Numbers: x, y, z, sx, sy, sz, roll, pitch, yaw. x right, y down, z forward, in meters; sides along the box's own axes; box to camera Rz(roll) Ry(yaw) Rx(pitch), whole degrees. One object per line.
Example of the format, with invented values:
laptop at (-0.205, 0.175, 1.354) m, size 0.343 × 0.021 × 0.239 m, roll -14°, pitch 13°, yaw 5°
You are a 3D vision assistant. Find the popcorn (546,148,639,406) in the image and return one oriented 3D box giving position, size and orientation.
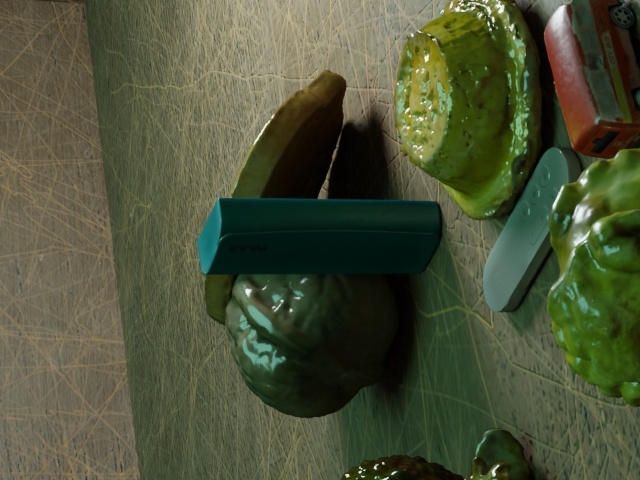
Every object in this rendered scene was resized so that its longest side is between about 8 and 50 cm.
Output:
popcorn at (0.301, 0.033, 1.304) m, size 0.203 × 0.226 × 0.200 m, roll 3°, pitch 133°, yaw 35°

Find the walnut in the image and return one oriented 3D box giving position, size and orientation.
walnut at (-0.009, 0.121, 2.052) m, size 0.248 × 0.248 × 0.248 m, roll -179°, pitch 90°, yaw -70°

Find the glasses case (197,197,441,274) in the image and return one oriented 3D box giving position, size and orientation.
glasses case at (0.001, 0.000, 1.916) m, size 0.117 × 0.301 × 0.070 m, roll 120°, pitch 146°, yaw -55°

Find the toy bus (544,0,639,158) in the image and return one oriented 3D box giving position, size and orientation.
toy bus at (0.276, -0.167, 1.479) m, size 0.079 × 0.077 × 0.174 m, roll 124°, pitch 142°, yaw -57°

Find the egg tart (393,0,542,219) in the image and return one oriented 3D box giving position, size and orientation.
egg tart at (0.167, -0.161, 1.742) m, size 0.288 × 0.118 × 0.288 m, roll 178°, pitch 90°, yaw -68°

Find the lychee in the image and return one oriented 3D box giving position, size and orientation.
lychee at (0.099, 0.370, 1.698) m, size 0.270 × 0.320 × 0.270 m, roll -12°, pitch -90°, yaw -77°

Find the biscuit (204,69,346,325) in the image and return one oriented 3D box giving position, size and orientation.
biscuit at (-0.072, -0.063, 2.170) m, size 0.365 × 0.062 × 0.385 m, roll -51°, pitch -16°, yaw -48°

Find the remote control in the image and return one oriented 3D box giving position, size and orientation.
remote control at (0.236, -0.008, 1.670) m, size 0.245 × 0.022 × 0.077 m, roll 113°, pitch 153°, yaw -46°
